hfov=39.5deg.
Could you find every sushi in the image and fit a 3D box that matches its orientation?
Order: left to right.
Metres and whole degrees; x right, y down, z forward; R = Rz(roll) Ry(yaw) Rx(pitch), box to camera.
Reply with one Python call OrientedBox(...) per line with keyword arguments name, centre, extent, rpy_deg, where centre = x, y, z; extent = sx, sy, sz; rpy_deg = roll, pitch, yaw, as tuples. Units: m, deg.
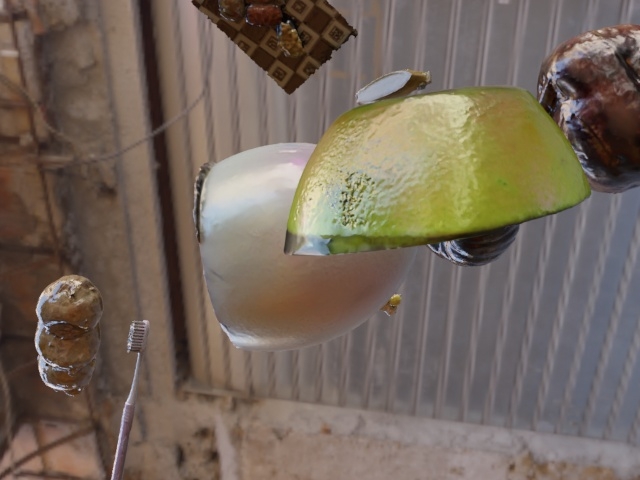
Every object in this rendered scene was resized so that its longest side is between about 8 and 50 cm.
OrientedBox(name="sushi", centre=(-0.063, -0.304, 1.230), extent=(0.139, 0.201, 0.031), rpy_deg=(-43, 18, 19))

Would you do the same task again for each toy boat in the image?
OrientedBox(name="toy boat", centre=(0.128, -0.265, 1.560), extent=(0.049, 0.149, 0.047), rpy_deg=(16, -115, -47))

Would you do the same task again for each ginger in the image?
OrientedBox(name="ginger", centre=(-0.316, 0.117, 1.118), extent=(0.204, 0.080, 0.104), rpy_deg=(115, 155, -55))

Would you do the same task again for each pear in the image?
OrientedBox(name="pear", centre=(0.137, -0.100, 1.136), extent=(0.399, 0.399, 0.165), rpy_deg=(-42, -58, -80))

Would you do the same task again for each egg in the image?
OrientedBox(name="egg", centre=(0.000, 0.000, 1.507), extent=(0.354, 0.340, 0.354), rpy_deg=(-10, -90, -79))

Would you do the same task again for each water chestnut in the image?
OrientedBox(name="water chestnut", centre=(0.456, -0.203, 1.433), extent=(0.289, 0.244, 0.289), rpy_deg=(-40, -44, -54))

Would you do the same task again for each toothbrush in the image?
OrientedBox(name="toothbrush", centre=(-0.328, 0.305, 1.487), extent=(0.024, 0.029, 0.354), rpy_deg=(17, 98, 55))

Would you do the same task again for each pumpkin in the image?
OrientedBox(name="pumpkin", centre=(0.319, -0.063, 2.107), extent=(0.296, 0.296, 0.295), rpy_deg=(6, -90, -83))

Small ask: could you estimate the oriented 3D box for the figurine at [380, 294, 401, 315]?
OrientedBox(name="figurine", centre=(0.136, 0.121, 1.875), extent=(0.050, 0.083, 0.047), rpy_deg=(-43, 18, 50))
